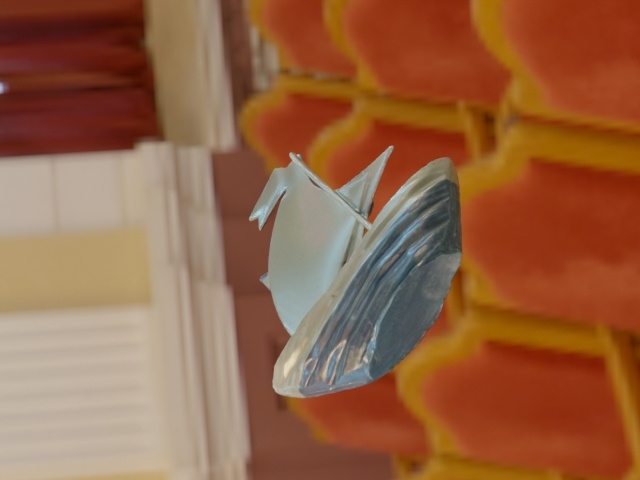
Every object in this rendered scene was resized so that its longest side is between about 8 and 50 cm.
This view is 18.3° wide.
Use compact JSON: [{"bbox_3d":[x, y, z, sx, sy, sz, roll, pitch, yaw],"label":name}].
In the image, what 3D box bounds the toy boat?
[{"bbox_3d":[-0.001,0.011,0.781,0.149,0.034,0.105,7,70,52],"label":"toy boat"}]
